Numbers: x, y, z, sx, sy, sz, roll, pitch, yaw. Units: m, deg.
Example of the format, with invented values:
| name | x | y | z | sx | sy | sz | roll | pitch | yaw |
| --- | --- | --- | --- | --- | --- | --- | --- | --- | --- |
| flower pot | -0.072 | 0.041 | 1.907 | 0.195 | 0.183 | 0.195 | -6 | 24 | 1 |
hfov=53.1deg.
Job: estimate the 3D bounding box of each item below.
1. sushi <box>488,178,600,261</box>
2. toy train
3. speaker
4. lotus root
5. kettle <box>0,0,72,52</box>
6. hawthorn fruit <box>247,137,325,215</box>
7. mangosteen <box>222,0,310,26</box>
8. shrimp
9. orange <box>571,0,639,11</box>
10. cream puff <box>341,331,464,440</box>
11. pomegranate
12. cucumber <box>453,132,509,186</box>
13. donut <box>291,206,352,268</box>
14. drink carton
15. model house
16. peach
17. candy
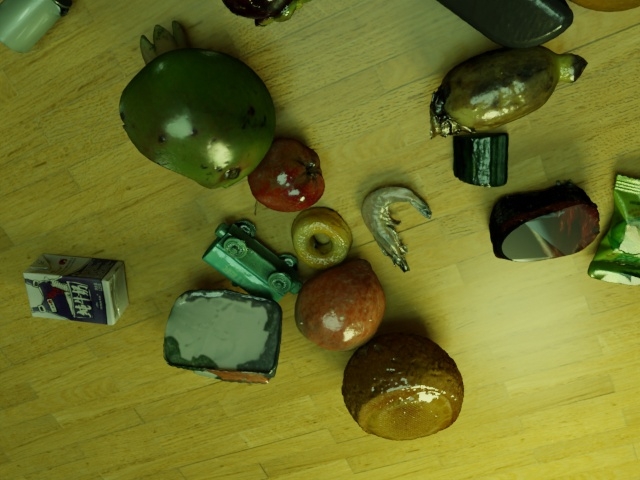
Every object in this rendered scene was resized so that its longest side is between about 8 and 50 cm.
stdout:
| name | x | y | z | sx | sy | sz | roll | pitch | yaw |
| --- | --- | --- | --- | --- | --- | --- | --- | --- | --- |
| sushi | 0.473 | -0.034 | 1.374 | 0.225 | 0.126 | 0.136 | -18 | 113 | 9 |
| toy train | -0.163 | 0.063 | 1.518 | 0.248 | 0.101 | 0.159 | 38 | 125 | -14 |
| speaker | 0.240 | -0.460 | 1.151 | 0.388 | 0.180 | 0.184 | 31 | 124 | -9 |
| lotus root | 0.344 | -0.294 | 1.224 | 0.314 | 0.169 | 0.141 | -19 | 90 | 13 |
| kettle | -0.587 | -0.471 | 1.295 | 0.148 | 0.126 | 0.098 | -34 | 141 | 19 |
| hawthorn fruit | -0.095 | -0.130 | 1.388 | 0.204 | 0.162 | 0.162 | -15 | 116 | 34 |
| mangosteen | -0.104 | -0.480 | 1.193 | 0.166 | 0.166 | 0.180 | -41 | 133 | 24 |
| shrimp | 0.187 | -0.029 | 1.451 | 0.152 | 0.046 | 0.219 | -19 | 113 | 19 |
| orange | 0.489 | -0.510 | 1.038 | 0.275 | 0.274 | 0.274 | 3 | 118 | 5 |
| cream puff | 0.195 | 0.339 | 1.541 | 0.303 | 0.212 | 0.303 | -1 | 137 | -1 |
| pomegranate | -0.225 | -0.282 | 1.239 | 0.216 | 0.310 | 0.358 | -31 | 74 | 29 |
| cucumber | 0.341 | -0.170 | 1.350 | 0.117 | 0.062 | 0.115 | -2 | 114 | 6 |
| donut | 0.000 | 0.000 | 1.483 | 0.152 | 0.058 | 0.151 | 2 | 120 | 4 |
| drink carton | -0.607 | 0.120 | 1.597 | 0.223 | 0.102 | 0.134 | 6 | 121 | 6 |
| model house | -0.218 | 0.256 | 1.591 | 0.272 | 0.190 | 0.301 | 3 | 158 | 4 |
| peach | 0.049 | 0.143 | 1.479 | 0.233 | 0.232 | 0.232 | 3 | 118 | 5 |
| candy | 0.681 | -0.019 | 1.383 | 0.149 | 0.069 | 0.246 | 9 | 123 | 8 |
